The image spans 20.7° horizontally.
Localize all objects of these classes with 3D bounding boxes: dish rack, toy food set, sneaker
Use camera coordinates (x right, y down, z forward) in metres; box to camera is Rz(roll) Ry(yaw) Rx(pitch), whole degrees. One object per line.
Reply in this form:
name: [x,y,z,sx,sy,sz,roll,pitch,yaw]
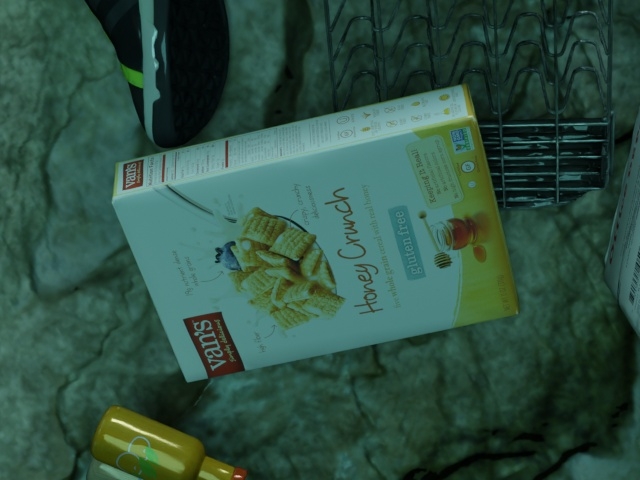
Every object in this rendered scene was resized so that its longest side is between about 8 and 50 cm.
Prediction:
dish rack: [0.098,-0.138,1.136,0.208,0.074,0.271,1,129,9]
toy food set: [-0.135,0.231,1.219,0.104,0.111,0.232,23,98,2]
sneaker: [-0.128,-0.179,1.186,0.097,0.084,0.234,-2,98,30]

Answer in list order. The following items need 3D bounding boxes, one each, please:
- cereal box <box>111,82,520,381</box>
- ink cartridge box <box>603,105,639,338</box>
cereal box: [0.000,0.000,1.167,0.240,0.047,0.173,-13,128,7]
ink cartridge box: [0.244,-0.019,1.099,0.087,0.208,0.153,11,101,0]
